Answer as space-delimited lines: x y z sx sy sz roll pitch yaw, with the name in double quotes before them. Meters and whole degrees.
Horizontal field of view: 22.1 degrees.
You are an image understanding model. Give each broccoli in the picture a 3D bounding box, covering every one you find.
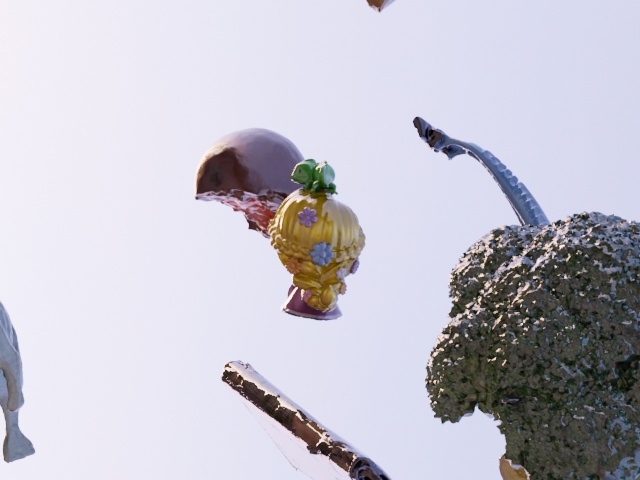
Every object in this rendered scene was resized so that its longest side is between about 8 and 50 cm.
"broccoli" 0.195 0.106 1.173 0.269 0.254 0.269 169 -90 -76

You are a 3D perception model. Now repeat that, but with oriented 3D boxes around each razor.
"razor" 0.176 -0.021 1.437 0.042 0.082 0.253 -43 -120 11

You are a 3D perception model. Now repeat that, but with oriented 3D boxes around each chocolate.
"chocolate" -0.077 -0.063 1.800 0.124 0.133 0.127 -21 -106 12

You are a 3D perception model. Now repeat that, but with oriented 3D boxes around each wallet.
"wallet" 0.010 0.224 1.698 0.169 0.044 0.317 50 -12 -28

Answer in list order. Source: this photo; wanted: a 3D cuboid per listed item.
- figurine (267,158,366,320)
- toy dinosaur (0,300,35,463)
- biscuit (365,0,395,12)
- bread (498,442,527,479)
"figurine" 0.000 0.000 1.613 0.115 0.095 0.156 -154 -109 -73
"toy dinosaur" -0.340 0.141 1.633 0.393 0.092 0.205 -159 -121 -80
"biscuit" 0.092 -0.264 1.279 0.040 0.144 0.236 35 -13 3
"bread" 0.251 0.220 1.369 0.067 0.192 0.119 -65 -166 5
